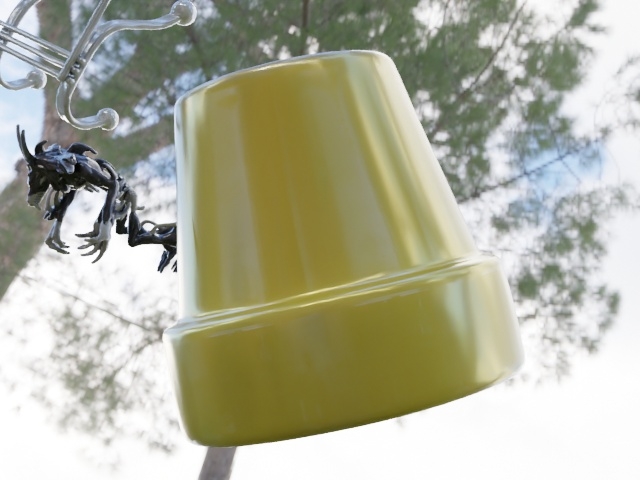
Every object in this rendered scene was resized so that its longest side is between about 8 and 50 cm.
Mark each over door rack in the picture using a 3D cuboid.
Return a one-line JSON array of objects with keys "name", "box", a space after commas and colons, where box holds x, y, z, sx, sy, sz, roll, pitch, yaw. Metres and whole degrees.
[{"name": "over door rack", "box": [-0.200, -0.278, 0.854, 0.239, 0.108, 0.324, 28, -80, 35]}]

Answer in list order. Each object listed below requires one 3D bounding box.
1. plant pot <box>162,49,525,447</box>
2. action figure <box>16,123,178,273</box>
[{"name": "plant pot", "box": [0.000, 0.000, 0.718, 0.254, 0.254, 0.239, -13, -92, 26]}, {"name": "action figure", "box": [-0.295, -0.037, 1.301, 0.275, 0.141, 0.164, 31, -8, -28]}]
